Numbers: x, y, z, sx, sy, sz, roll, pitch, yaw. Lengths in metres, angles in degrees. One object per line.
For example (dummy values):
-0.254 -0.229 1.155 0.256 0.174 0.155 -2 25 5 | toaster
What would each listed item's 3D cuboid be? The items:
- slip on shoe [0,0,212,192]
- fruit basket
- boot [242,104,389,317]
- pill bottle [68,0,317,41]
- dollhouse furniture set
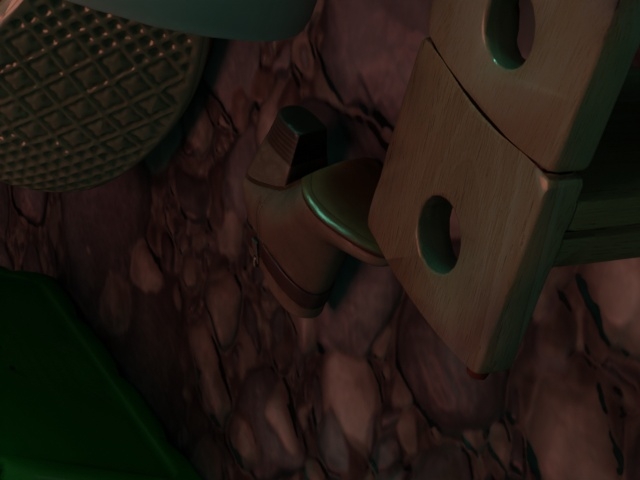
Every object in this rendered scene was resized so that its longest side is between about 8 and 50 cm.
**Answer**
-0.108 -0.151 0.821 0.101 0.123 0.331 -95 22 -45 | slip on shoe
-0.239 0.226 0.984 0.392 0.283 0.392 -25 58 48 | fruit basket
0.000 0.000 0.707 0.118 0.042 0.087 -122 32 -43 | boot
-0.025 -0.256 0.464 0.204 0.204 0.361 44 118 52 | pill bottle
0.070 -0.073 0.458 0.184 0.129 0.129 56 140 42 | dollhouse furniture set
